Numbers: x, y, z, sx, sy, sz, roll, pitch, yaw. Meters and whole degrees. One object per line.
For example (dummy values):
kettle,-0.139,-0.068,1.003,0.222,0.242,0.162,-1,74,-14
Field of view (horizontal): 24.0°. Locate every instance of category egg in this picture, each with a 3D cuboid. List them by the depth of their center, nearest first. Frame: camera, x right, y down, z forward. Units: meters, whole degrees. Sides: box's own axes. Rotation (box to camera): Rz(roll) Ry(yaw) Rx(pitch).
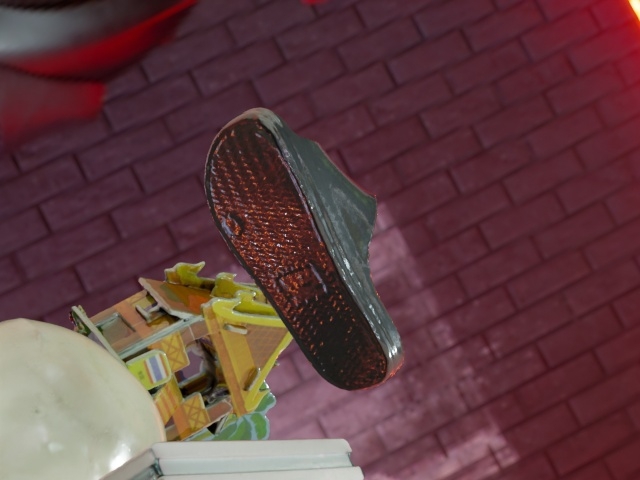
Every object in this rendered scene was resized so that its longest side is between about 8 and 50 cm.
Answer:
egg,-0.336,0.244,1.619,0.345,0.283,0.283,-40,178,-22

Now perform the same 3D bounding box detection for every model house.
model house,-0.153,0.217,2.221,0.313,0.358,0.242,-25,-150,-16

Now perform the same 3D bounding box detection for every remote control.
remote control,-0.081,0.207,1.257,0.103,0.055,0.277,-35,157,26

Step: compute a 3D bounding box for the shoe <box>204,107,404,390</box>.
shoe,0.000,0.000,1.196,0.108,0.241,0.093,-19,-167,43
